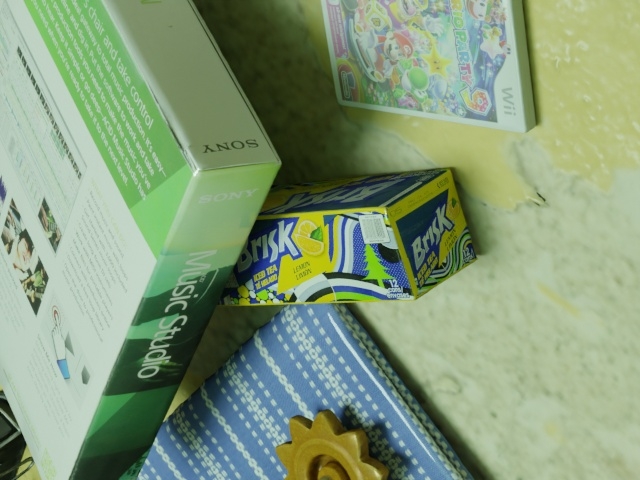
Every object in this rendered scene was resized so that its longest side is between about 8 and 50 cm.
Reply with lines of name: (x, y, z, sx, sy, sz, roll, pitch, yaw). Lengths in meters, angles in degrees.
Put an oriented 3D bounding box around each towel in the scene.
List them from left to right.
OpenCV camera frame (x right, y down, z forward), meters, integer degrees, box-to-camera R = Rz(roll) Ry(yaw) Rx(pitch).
towel: (-0.008, 0.193, 1.155, 0.243, 0.040, 0.336, 53, 137, 7)

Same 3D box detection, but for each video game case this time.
video game case: (0.051, -0.103, 0.920, 0.122, 0.011, 0.087, 12, 122, 39)

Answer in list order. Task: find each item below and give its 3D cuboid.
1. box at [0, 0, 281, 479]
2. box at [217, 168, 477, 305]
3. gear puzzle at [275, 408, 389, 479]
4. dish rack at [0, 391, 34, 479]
box: (-0.137, -0.022, 1.063, 0.232, 0.058, 0.322, 61, 145, 29)
box: (0.000, 0.000, 0.997, 0.169, 0.059, 0.054, -3, 111, 45)
gear puzzle: (0.014, 0.250, 1.112, 0.175, 0.044, 0.339, 14, 118, 40)
dish rack: (-0.194, 0.269, 1.345, 0.271, 0.074, 0.208, 43, 139, 17)
